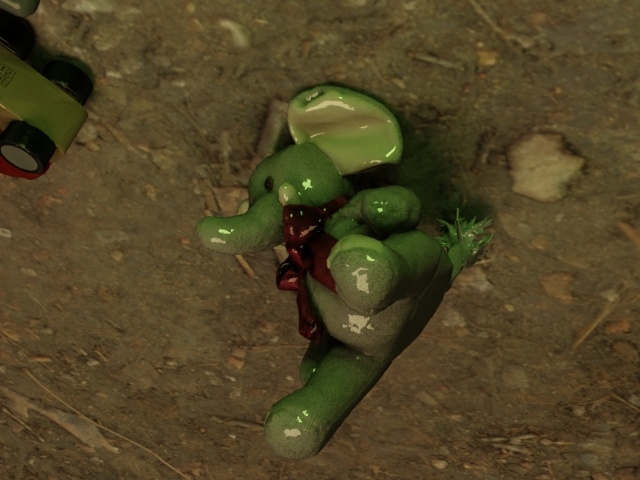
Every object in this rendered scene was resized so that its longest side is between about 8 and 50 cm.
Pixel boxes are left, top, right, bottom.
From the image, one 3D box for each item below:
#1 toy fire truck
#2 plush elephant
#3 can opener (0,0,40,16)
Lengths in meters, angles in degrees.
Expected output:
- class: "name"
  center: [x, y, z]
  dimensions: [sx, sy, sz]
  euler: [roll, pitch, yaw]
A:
- class: "toy fire truck"
  center: [-0.405, -0.137, 1.340]
  dimensions: [0.217, 0.158, 0.246]
  euler: [37, 151, -23]
- class: "plush elephant"
  center: [0.000, 0.000, 1.254]
  dimensions: [0.255, 0.330, 0.272]
  euler: [34, 133, 17]
- class: "can opener"
  center: [-0.396, -0.299, 1.147]
  dimensions: [0.283, 0.095, 0.076]
  euler: [26, 104, -6]
